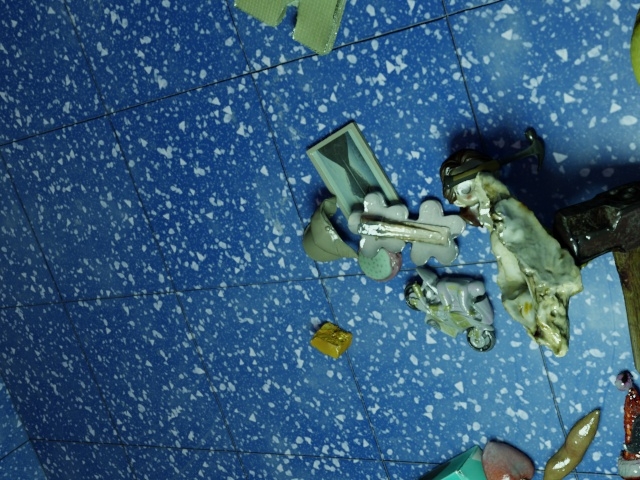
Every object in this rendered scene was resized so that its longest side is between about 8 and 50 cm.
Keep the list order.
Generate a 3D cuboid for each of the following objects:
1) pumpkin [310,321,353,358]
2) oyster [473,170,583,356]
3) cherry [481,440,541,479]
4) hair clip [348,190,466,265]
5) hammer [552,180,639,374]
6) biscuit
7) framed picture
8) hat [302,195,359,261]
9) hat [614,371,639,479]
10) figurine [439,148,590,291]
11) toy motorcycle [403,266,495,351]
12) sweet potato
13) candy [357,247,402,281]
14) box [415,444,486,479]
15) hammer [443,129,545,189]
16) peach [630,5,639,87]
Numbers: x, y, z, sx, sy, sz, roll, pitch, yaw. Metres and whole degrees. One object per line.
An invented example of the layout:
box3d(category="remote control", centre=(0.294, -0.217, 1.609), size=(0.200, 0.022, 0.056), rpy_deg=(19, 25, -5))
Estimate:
box3d(category="pumpkin", centre=(0.025, 0.238, 2.152), size=(0.083, 0.074, 0.053), rpy_deg=(27, 127, 22))
box3d(category="oyster", centre=(0.357, 0.036, 1.561), size=(0.166, 0.110, 0.341), rpy_deg=(87, 161, -49))
box3d(category="cherry", centre=(0.410, 0.500, 1.993), size=(0.087, 0.106, 0.126), rpy_deg=(86, 164, -50))
box3d(category="hair clip", centre=(0.175, -0.023, 1.902), size=(0.257, 0.075, 0.146), rpy_deg=(7, 97, 16))
box3d(category="hammer", centre=(0.563, 0.082, 1.634), size=(0.095, 0.243, 0.408), rpy_deg=(-119, 8, -58))
box3d(category="biscuit", centre=(-0.063, -0.491, 1.865), size=(0.250, 0.046, 0.147), rpy_deg=(31, 128, 19))
box3d(category="framed picture", centre=(0.071, -0.138, 1.968), size=(0.150, 0.015, 0.203), rpy_deg=(-27, 95, 41))
box3d(category="hat", centre=(0.000, 0.000, 2.018), size=(0.175, 0.085, 0.147), rpy_deg=(-35, 78, 52))
box3d(category="hat", centre=(0.628, 0.364, 1.774), size=(0.140, 0.129, 0.227), rpy_deg=(-14, 86, -2))
box3d(category="figurine", centre=(0.341, -0.037, 1.720), size=(0.187, 0.168, 0.315), rpy_deg=(-41, 83, 30))
box3d(category="toy motorcycle", centre=(0.284, 0.130, 1.911), size=(0.225, 0.073, 0.152), rpy_deg=(34, 127, 16))
box3d(category="sweet potato", centre=(0.526, 0.429, 1.895), size=(0.051, 0.065, 0.218), rpy_deg=(48, 123, 37))
box3d(category="candy", centre=(0.129, 0.040, 1.997), size=(0.103, 0.043, 0.103), rpy_deg=(15, 120, 28))
box3d(category="box", centre=(0.309, 0.631, 2.115), size=(0.205, 0.118, 0.311), rpy_deg=(48, 132, 3))
box3d(category="hammer", centre=(0.321, -0.135, 1.680), size=(0.021, 0.201, 0.078), rpy_deg=(89, 158, -71))
box3d(category="peach", centre=(0.612, -0.274, 1.319), size=(0.316, 0.314, 0.281), rpy_deg=(14, 148, -17))
